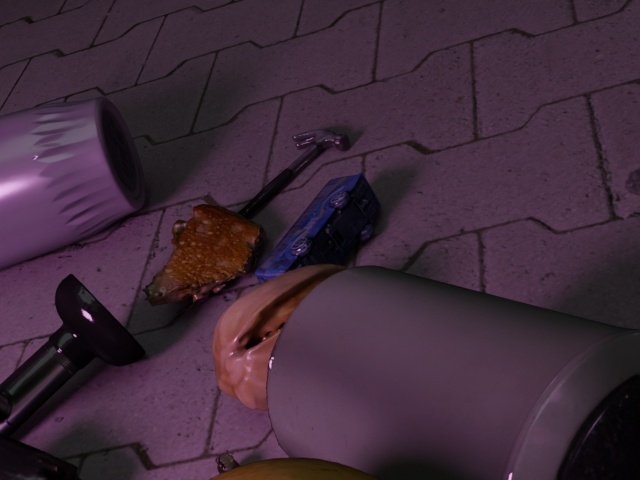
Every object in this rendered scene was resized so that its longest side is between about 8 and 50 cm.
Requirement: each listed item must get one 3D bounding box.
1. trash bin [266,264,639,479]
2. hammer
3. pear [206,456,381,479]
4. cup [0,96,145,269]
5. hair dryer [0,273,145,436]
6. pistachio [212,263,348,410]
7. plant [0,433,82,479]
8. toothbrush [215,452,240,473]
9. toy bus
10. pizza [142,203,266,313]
[{"bbox_3d":[0.166,0.186,1.146,0.280,0.280,0.432,-41,33,-23],"label":"trash bin"},{"bbox_3d":[-0.066,-0.103,1.933,0.246,0.029,0.103,-43,37,-24],"label":"hammer"},{"bbox_3d":[-0.022,0.355,0.960,0.348,0.348,0.348,-17,33,12],"label":"pear"},{"bbox_3d":[-0.505,-0.096,2.001,0.371,0.253,0.253,-18,33,7],"label":"cup"},{"bbox_3d":[-0.387,0.180,1.557,0.320,0.156,0.284,-43,-3,-21],"label":"hair dryer"},{"bbox_3d":[-0.032,0.120,1.498,0.229,0.157,0.157,-33,33,-23],"label":"pistachio"},{"bbox_3d":[-0.423,0.320,1.458,0.256,0.142,0.164,-8,37,18],"label":"plant"},{"bbox_3d":[-0.025,0.325,1.283,0.041,0.041,0.364,-35,34,-16],"label":"toothbrush"},{"bbox_3d":[0.000,0.002,1.701,0.094,0.079,0.236,-12,31,48],"label":"toy bus"},{"bbox_3d":[-0.168,0.034,1.775,0.147,0.069,0.226,8,43,8],"label":"pizza"}]
